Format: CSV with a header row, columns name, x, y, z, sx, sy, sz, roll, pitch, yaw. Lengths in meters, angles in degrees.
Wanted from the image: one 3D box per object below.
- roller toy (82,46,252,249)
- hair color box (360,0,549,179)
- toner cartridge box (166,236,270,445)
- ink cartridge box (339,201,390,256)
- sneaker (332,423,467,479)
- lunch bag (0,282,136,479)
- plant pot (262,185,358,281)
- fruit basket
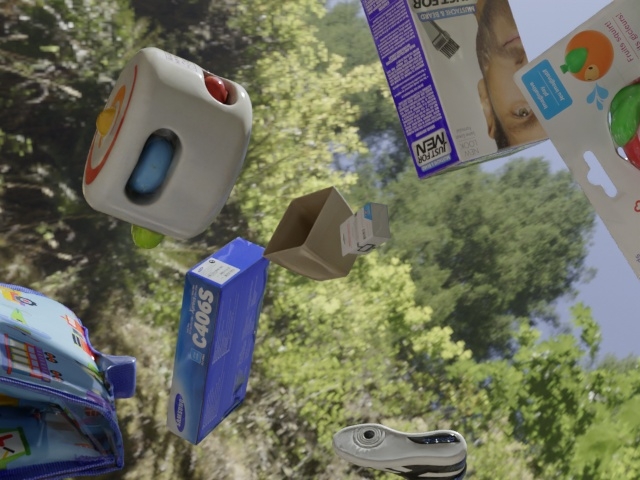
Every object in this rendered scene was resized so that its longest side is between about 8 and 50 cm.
name,x,y,z,sx,sy,sz,roll,pitch,yaw
roller toy,-0.177,-0.111,0.983,0.191,0.146,0.209,-27,-132,56
hair color box,0.183,-0.273,1.249,0.110,0.185,0.339,-19,-92,59
toner cartridge box,-0.184,0.181,1.587,0.075,0.165,0.348,24,-59,21
ink cartridge box,0.058,-0.012,1.167,0.083,0.028,0.048,-36,-127,56
sneaker,0.130,0.368,1.444,0.216,0.079,0.121,1,-50,13
lunch bag,-0.266,0.077,0.578,0.221,0.293,0.138,-151,-111,-64
plant pot,0.000,0.000,1.287,0.096,0.109,0.109,40,-29,-25
fruit basket,0.415,-0.140,0.922,0.353,0.165,0.327,-34,-99,30
